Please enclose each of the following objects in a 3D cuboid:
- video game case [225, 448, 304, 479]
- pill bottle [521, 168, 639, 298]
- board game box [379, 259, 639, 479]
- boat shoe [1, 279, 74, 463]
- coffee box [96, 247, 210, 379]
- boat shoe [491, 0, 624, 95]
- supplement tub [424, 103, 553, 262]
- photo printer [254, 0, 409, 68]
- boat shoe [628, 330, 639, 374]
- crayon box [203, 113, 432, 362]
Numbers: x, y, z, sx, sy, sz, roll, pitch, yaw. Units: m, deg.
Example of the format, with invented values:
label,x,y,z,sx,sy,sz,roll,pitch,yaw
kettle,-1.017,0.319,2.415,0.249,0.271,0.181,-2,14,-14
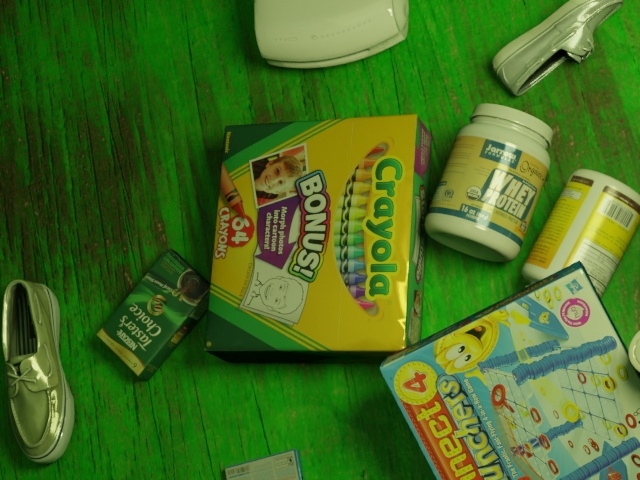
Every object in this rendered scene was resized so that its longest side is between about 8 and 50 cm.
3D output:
label,x,y,z,sx,sy,sz,roll,pitch,yaw
video game case,-0.074,0.403,2.031,0.119,0.015,0.166,-17,68,15
pill bottle,0.359,0.017,1.922,0.117,0.117,0.215,26,84,26
board game box,0.283,0.232,1.839,0.302,0.086,0.308,-28,90,11
boat shoe,-0.469,0.208,2.204,0.109,0.094,0.302,-17,68,16
coffee box,-0.257,0.117,2.178,0.113,0.040,0.184,41,91,27
boat shoe,0.367,-0.295,2.046,0.227,0.079,0.081,-34,71,15
supplement tub,0.246,-0.082,1.983,0.144,0.144,0.199,17,81,25
photo printer,0.015,-0.426,2.203,0.256,0.107,0.307,-7,71,20
boat shoe,0.500,0.187,1.691,0.254,0.079,0.095,23,86,28
crayon box,0.000,0.000,2.076,0.313,0.106,0.363,-2,73,21
